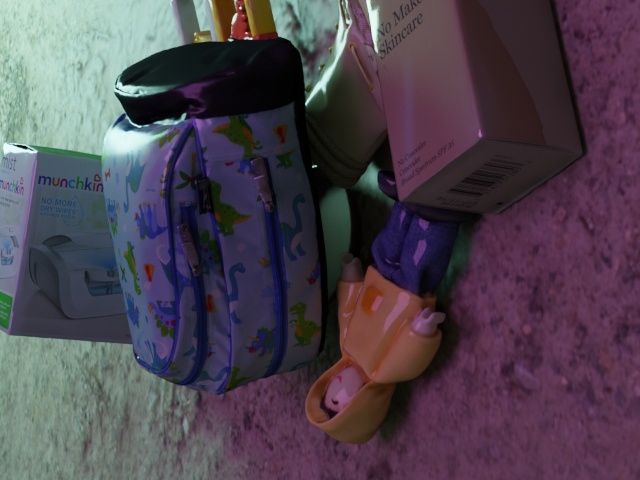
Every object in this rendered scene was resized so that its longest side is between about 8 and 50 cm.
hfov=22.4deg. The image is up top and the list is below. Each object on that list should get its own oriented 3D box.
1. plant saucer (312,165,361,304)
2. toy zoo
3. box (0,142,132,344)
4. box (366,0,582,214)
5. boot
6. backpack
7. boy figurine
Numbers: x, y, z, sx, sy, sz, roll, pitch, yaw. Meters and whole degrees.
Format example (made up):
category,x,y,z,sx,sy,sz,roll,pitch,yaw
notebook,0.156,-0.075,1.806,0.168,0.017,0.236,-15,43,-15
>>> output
category,x,y,z,sx,sy,sz,roll,pitch,yaw
plant saucer,0.000,0.000,1.827,0.168,0.029,0.168,-14,73,57
toy zoo,-0.109,-0.224,1.960,0.192,0.030,0.293,-5,99,58
box,-0.279,0.007,2.059,0.127,0.262,0.231,16,97,58
box,0.137,-0.197,1.553,0.148,0.121,0.311,-40,51,49
boot,0.031,-0.210,1.757,0.203,0.095,0.262,-52,49,42
backpack,-0.111,-0.015,1.744,0.290,0.273,0.355,16,131,61
boy figurine,0.061,0.072,1.657,0.177,0.092,0.285,42,117,50
